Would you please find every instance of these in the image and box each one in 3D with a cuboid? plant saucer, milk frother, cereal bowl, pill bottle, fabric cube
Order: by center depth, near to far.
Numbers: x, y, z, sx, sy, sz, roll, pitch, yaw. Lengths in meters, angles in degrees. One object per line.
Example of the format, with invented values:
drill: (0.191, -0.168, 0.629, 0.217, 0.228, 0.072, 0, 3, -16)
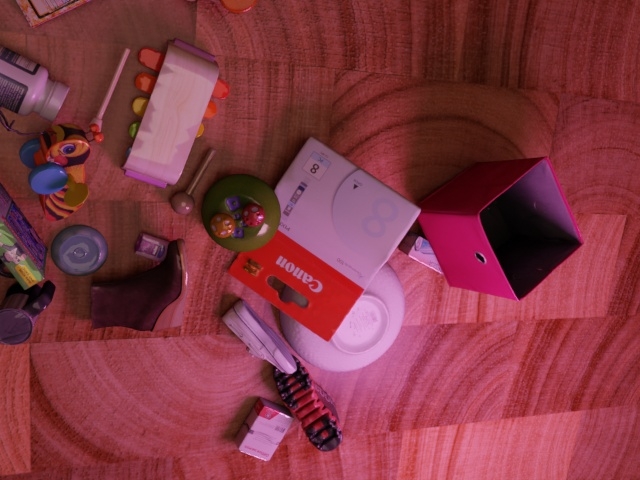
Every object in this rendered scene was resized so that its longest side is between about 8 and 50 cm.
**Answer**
pill bottle: (-0.592, -0.306, 1.243, 0.180, 0.108, 0.108, 26, 95, -25)
milk frother: (-0.641, 0.117, 1.329, 0.143, 0.135, 0.129, 36, 100, -22)
plant saucer: (-0.531, 0.026, 1.413, 0.119, 0.021, 0.119, -6, 108, -19)
fabric cube: (0.436, -0.035, 1.595, 0.259, 0.258, 0.254, -36, 109, -20)
cereal bowl: (0.072, 0.188, 1.627, 0.339, 0.141, 0.339, -5, 107, -18)

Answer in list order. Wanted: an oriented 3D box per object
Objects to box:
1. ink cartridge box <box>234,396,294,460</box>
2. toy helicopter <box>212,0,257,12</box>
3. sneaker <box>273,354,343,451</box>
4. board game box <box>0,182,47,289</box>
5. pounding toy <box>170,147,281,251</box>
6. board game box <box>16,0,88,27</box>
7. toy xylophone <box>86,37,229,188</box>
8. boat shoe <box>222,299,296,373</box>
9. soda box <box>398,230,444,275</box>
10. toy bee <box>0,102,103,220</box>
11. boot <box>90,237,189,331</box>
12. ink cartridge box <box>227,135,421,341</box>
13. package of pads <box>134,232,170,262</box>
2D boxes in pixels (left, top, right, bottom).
ink cartridge box: (-0.148, 0.494, 1.679, 0.099, 0.056, 0.135, 30, 93, -25)
toy helicopter: (-0.266, -0.603, 1.271, 0.355, 0.140, 0.235, 11, 108, -11)
sneaker: (-0.036, 0.414, 1.679, 0.098, 0.135, 0.276, -32, 91, 4)
board game box: (-0.640, -0.073, 1.236, 0.046, 0.213, 0.317, -31, 114, -10)
pounding toy: (-0.203, -0.068, 1.423, 0.237, 0.110, 0.183, 36, 100, -9)
board game box: (-0.505, -0.519, 1.229, 0.193, 0.045, 0.146, -25, 114, -1)
toy xylophone: (-0.344, -0.278, 1.360, 0.236, 0.081, 0.322, 28, 94, -26)
boat shoe: (-0.153, 0.251, 1.591, 0.076, 0.083, 0.226, -37, 95, 8)
soda box: (0.303, 0.044, 1.716, 0.183, 0.058, 0.063, 27, 95, -26)
toy bee: (-0.500, -0.157, 1.257, 0.162, 0.298, 0.195, -21, 79, -18)
boot: (-0.404, 0.104, 1.429, 0.207, 0.090, 0.248, 3, 120, -18)
ink cartridge box: (0.000, 0.000, 1.494, 0.308, 0.091, 0.385, 34, 91, 5)
package of pads: (-0.378, 0.018, 1.463, 0.083, 0.032, 0.050, 22, 94, -25)
